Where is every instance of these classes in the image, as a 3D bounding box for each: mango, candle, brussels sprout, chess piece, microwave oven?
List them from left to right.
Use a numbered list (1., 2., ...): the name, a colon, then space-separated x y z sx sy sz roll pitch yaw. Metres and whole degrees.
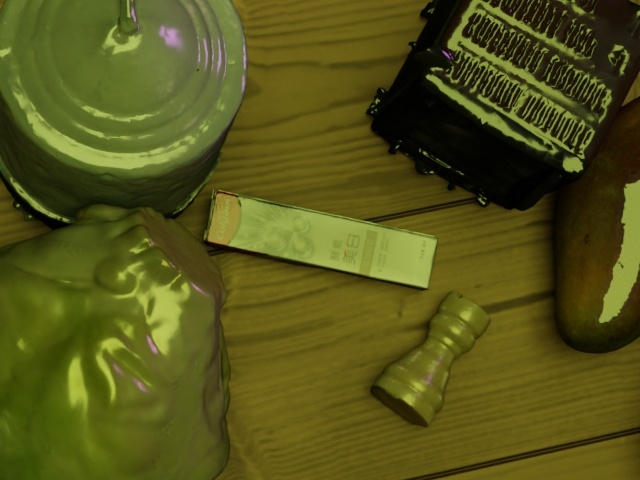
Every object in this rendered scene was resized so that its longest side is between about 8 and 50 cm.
1. brussels sprout: -0.197 0.120 1.424 0.317 0.243 0.273 -21 84 30
2. candle: -0.177 -0.130 1.425 0.221 0.342 0.221 2 78 -10
3. chess piece: 0.106 0.108 1.563 0.066 0.066 0.122 35 76 -1
4. microwave oven: 0.164 -0.144 1.512 0.178 0.247 0.188 32 81 -4
5. mango: 0.286 -0.020 1.574 0.133 0.111 0.267 20 82 -2

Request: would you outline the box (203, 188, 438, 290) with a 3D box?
1. box: 0.000 0.000 1.574 0.218 0.039 0.055 11 83 -5
